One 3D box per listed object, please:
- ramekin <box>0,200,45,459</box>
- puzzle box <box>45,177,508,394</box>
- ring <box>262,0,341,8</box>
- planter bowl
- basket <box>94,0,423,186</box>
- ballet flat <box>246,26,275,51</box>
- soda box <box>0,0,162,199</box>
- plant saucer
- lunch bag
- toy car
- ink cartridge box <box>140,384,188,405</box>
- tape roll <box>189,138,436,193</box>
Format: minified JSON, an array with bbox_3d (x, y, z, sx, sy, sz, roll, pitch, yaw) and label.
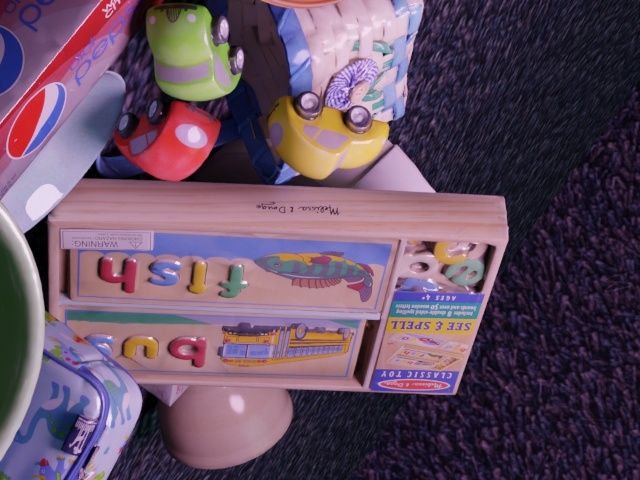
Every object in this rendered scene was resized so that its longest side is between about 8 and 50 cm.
[{"bbox_3d":[-0.327,0.050,1.031,0.303,0.148,0.303,-19,126,-28],"label":"ramekin"},{"bbox_3d":[-0.051,0.050,1.665,0.272,0.409,0.052,101,-10,-54],"label":"puzzle box"},{"bbox_3d":[-0.005,-0.348,1.378,0.337,0.032,0.336,-18,115,-44],"label":"ring"},{"bbox_3d":[-0.124,0.176,2.119,0.162,0.162,0.109,-45,133,-35],"label":"planter bowl"},{"bbox_3d":[-0.065,-0.165,1.538,0.289,0.201,0.255,-14,153,-11],"label":"basket"},{"bbox_3d":[-0.022,-0.234,1.726,0.077,0.077,0.231,5,122,-49],"label":"ballet flat"},{"bbox_3d":[-0.211,-0.143,1.308,0.263,0.083,0.092,-53,165,-13],"label":"soda box"},{"bbox_3d":[-0.237,-0.070,1.437,0.195,0.037,0.195,-46,167,-13],"label":"plant saucer"},{"bbox_3d":[-0.267,0.138,1.449,0.176,0.219,0.090,-59,164,12],"label":"lunch bag"},{"bbox_3d":[-0.082,-0.106,1.397,0.225,0.239,0.053,57,36,-59],"label":"toy car"},{"bbox_3d":[-0.156,0.113,2.022,0.181,0.061,0.104,-45,161,-33],"label":"ink cartridge box"},{"bbox_3d":[0.000,0.000,1.853,0.100,0.286,0.286,-44,160,-36],"label":"tape roll"}]
